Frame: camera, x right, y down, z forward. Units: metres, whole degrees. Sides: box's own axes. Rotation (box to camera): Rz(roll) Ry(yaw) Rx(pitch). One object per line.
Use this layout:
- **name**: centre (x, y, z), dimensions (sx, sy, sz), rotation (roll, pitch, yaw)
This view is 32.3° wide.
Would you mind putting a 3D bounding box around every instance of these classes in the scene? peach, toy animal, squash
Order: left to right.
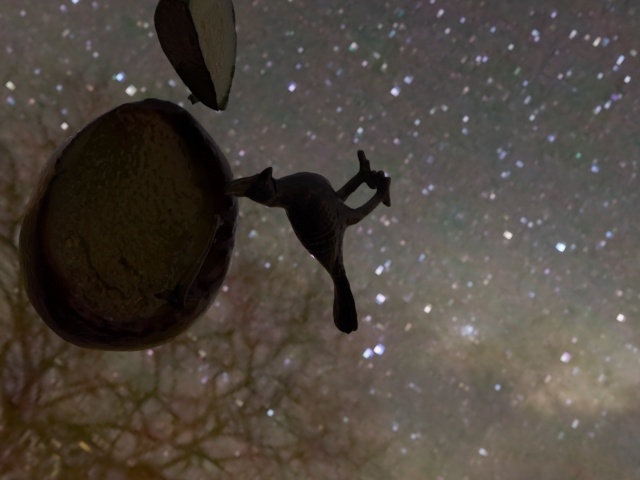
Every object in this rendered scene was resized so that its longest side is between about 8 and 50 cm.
- **peach**: centre (-0.303, -0.013, 1.775), dimensions (0.335, 0.406, 0.310), rotation (14, -20, -10)
- **squash**: centre (-0.175, -0.293, 1.513), dimensions (0.085, 0.184, 0.192), rotation (-2, -48, 11)
- **toy animal**: centre (0.017, -0.035, 1.620), dimensions (0.081, 0.206, 0.367), rotation (35, -13, 46)

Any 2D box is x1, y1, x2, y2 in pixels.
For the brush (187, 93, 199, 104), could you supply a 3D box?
- **brush**: centre (-0.186, -0.255, 1.862), dimensions (0.021, 0.083, 0.019), rotation (54, -29, -2)
